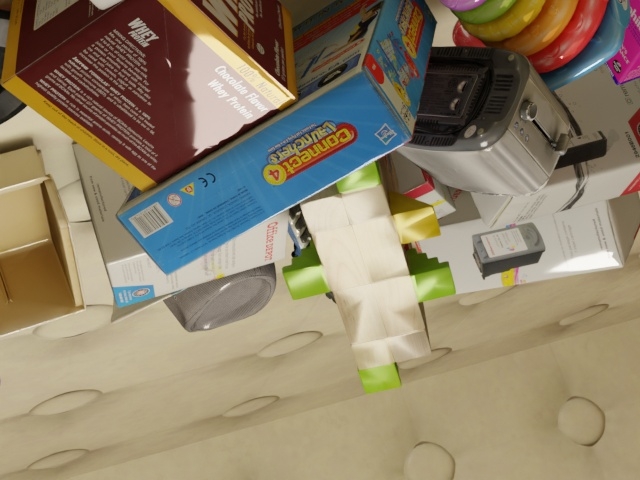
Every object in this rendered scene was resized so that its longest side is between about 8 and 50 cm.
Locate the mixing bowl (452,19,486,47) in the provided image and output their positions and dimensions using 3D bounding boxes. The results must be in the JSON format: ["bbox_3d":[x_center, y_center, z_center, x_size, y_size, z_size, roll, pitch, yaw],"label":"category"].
[{"bbox_3d":[0.266,-0.247,1.559,0.181,0.098,0.181,-17,161,-6],"label":"mixing bowl"}]

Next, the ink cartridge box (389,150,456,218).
[{"bbox_3d":[0.101,-0.092,1.781,0.127,0.128,0.176,-24,161,14],"label":"ink cartridge box"}]

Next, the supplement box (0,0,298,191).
[{"bbox_3d":[-0.156,-0.181,1.163,0.194,0.129,0.191,-28,135,25],"label":"supplement box"}]

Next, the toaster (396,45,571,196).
[{"bbox_3d":[0.165,-0.129,1.376,0.227,0.129,0.146,9,160,45],"label":"toaster"}]

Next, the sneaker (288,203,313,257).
[{"bbox_3d":[0.000,0.000,1.919,0.130,0.147,0.330,-57,143,-17],"label":"sneaker"}]

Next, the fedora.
[{"bbox_3d":[-0.166,0.064,1.961,0.244,0.124,0.275,2,152,-47],"label":"fedora"}]

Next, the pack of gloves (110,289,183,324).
[{"bbox_3d":[-0.196,-0.002,1.721,0.232,0.195,0.046,-24,124,11],"label":"pack of gloves"}]

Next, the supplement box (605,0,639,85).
[{"bbox_3d":[0.418,-0.302,1.522,0.114,0.111,0.220,-21,162,-16],"label":"supplement box"}]

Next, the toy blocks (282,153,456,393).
[{"bbox_3d":[0.052,-0.034,1.560,0.191,0.261,0.381,-13,131,7],"label":"toy blocks"}]

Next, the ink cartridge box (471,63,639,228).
[{"bbox_3d":[0.334,-0.151,1.743,0.273,0.197,0.114,-15,160,-15],"label":"ink cartridge box"}]

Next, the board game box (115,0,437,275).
[{"bbox_3d":[-0.036,-0.134,1.310,0.308,0.086,0.302,-28,-158,25],"label":"board game box"}]

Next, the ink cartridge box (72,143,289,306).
[{"bbox_3d":[-0.173,-0.046,1.570,0.232,0.168,0.171,-16,160,-11],"label":"ink cartridge box"}]

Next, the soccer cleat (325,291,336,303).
[{"bbox_3d":[0.101,0.061,2.296,0.318,0.108,0.116,10,126,-53],"label":"soccer cleat"}]

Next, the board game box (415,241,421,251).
[{"bbox_3d":[0.276,-0.046,2.224,0.193,0.045,0.147,-12,160,-21],"label":"board game box"}]

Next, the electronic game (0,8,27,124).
[{"bbox_3d":[-0.375,-0.160,1.232,0.229,0.048,0.229,-19,162,-7],"label":"electronic game"}]

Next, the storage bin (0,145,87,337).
[{"bbox_3d":[-0.439,0.022,1.519,0.262,0.123,0.260,-17,156,-14],"label":"storage bin"}]

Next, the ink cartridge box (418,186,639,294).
[{"bbox_3d":[0.334,-0.029,1.954,0.306,0.131,0.226,-12,-163,27],"label":"ink cartridge box"}]

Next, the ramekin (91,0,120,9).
[{"bbox_3d":[-0.163,-0.280,0.878,0.109,0.207,0.207,-30,161,2],"label":"ramekin"}]

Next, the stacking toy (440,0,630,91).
[{"bbox_3d":[0.179,-0.286,1.328,0.302,0.175,0.166,18,146,-40],"label":"stacking toy"}]
